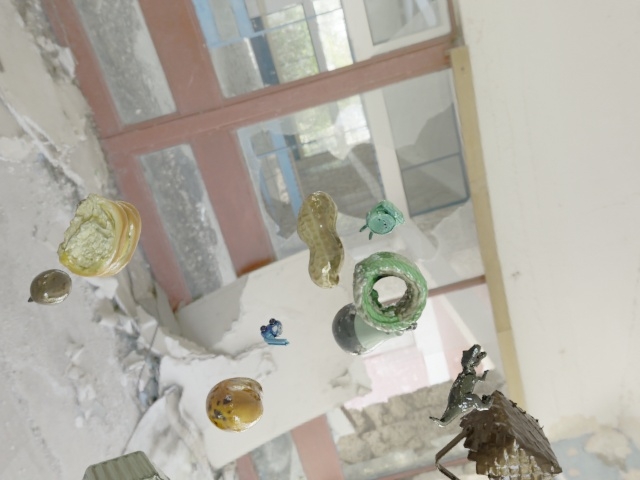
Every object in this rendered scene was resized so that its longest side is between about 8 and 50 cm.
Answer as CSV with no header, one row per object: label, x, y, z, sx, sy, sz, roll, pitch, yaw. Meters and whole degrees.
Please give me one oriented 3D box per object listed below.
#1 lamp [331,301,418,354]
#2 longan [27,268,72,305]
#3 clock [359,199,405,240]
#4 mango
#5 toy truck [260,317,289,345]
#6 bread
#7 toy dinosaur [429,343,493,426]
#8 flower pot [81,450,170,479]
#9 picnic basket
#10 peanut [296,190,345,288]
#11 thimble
lamp,0.168,0.274,1.704,0.314,0.182,0.182,-38,-122,43
longan,-0.697,0.125,1.301,0.092,0.113,0.113,58,7,-17
clock,0.189,-0.058,1.578,0.101,0.135,0.041,38,30,-26
mango,-0.172,0.324,1.019,0.178,0.115,0.090,-138,-125,-82
toy truck,-0.136,0.288,1.537,0.090,0.073,0.056,47,-8,32
bread,-0.800,0.000,1.910,0.315,0.211,0.270,-63,166,-4
toy dinosaur,0.296,0.319,1.128,0.087,0.179,0.187,-20,-123,60
flower pot,-0.415,0.596,1.093,0.239,0.209,0.189,55,-28,-13
picnic basket,0.553,0.687,1.610,0.254,0.321,0.291,38,19,-7
peanut,0.000,0.000,1.545,0.120,0.136,0.298,1,77,-62
thimble,0.190,0.139,1.438,0.150,0.219,0.219,-84,158,-77
